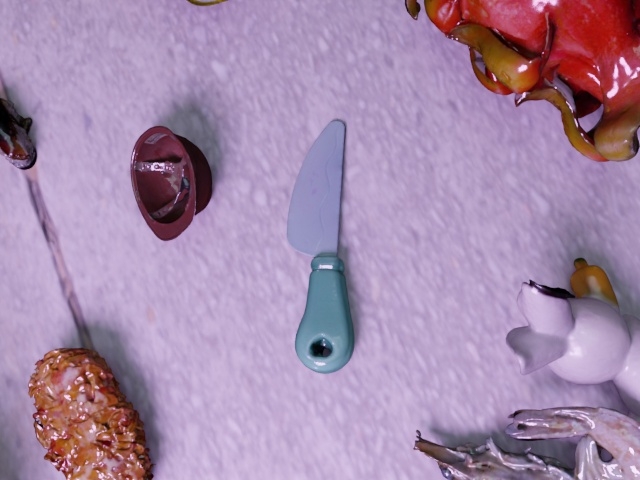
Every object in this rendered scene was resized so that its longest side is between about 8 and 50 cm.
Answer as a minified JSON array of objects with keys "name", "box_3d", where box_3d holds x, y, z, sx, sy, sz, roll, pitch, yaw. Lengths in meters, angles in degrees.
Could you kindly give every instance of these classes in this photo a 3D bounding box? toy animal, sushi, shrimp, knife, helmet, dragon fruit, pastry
[{"name":"toy animal","box_3d":[0.238,0.079,0.641,0.182,0.127,0.131,25,85,-2]},{"name":"sushi","box_3d":[-0.322,-0.115,0.762,0.044,0.046,0.083,-34,76,-6]},{"name":"shrimp","box_3d":[0.192,0.189,0.634,0.224,0.047,0.126,14,107,12]},{"name":"knife","box_3d":[-0.002,0.000,0.725,0.063,0.034,0.260,-5,69,9]},{"name":"helmet","box_3d":[-0.137,-0.057,0.731,0.089,0.057,0.111,-25,79,34]},{"name":"dragon fruit","box_3d":[0.220,-0.234,0.685,0.228,0.243,0.307,-19,114,-24]},{"name":"pastry","box_3d":[-0.203,0.177,0.676,0.087,0.063,0.169,-24,80,7]}]

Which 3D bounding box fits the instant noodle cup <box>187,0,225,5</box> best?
[{"name":"instant noodle cup","box_3d":[-0.131,-0.374,0.720,0.264,0.264,0.200,-44,84,-7]}]
